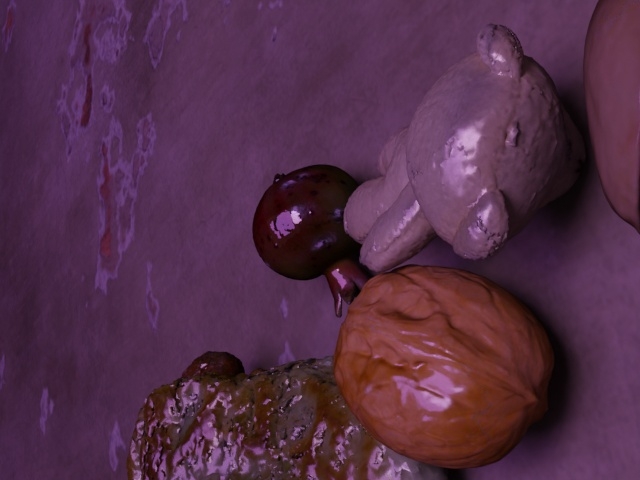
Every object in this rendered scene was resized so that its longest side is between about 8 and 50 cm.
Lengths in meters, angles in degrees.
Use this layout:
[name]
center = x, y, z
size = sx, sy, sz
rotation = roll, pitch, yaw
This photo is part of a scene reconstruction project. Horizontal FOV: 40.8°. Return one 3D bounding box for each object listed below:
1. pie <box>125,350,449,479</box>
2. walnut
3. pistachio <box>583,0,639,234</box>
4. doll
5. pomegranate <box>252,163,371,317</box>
[pie]
center = -0.045, 0.310, 0.882
size = 0.418, 0.180, 0.395
rotation = 2, 88, 49
[walnut]
center = 0.098, 0.101, 0.702
size = 0.206, 0.159, 0.159
rotation = 12, 97, 57
[pistachio]
center = 0.225, -0.096, 0.557
size = 0.108, 0.126, 0.185
rotation = 3, 96, 25
[doll]
center = 0.113, -0.059, 0.721
size = 0.278, 0.149, 0.175
rotation = 170, 102, -71
[pomegranate]
center = -0.007, 0.001, 0.895
size = 0.129, 0.129, 0.159
rotation = -7, 90, 56
